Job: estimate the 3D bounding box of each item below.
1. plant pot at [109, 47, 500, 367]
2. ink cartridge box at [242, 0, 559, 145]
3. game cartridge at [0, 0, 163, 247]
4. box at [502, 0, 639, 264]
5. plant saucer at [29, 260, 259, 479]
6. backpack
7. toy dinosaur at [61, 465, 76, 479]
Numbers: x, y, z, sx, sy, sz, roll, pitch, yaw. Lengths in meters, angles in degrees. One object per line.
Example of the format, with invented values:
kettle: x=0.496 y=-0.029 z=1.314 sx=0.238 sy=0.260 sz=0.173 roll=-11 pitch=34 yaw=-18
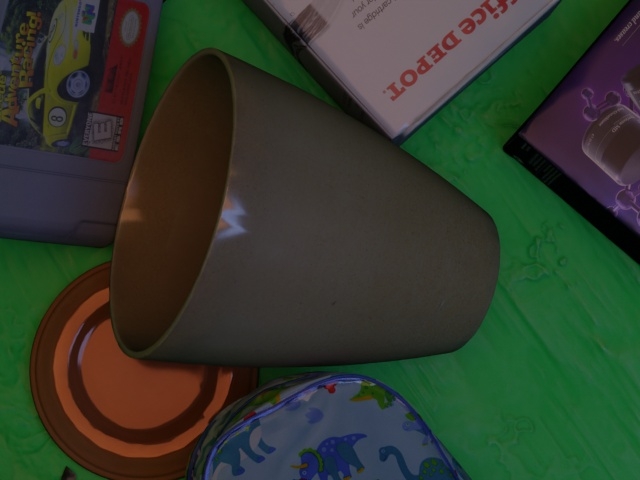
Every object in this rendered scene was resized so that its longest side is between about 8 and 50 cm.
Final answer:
plant pot: x=0.000 y=0.000 z=1.618 sx=0.274 sy=0.256 sz=0.256 roll=14 pitch=83 yaw=-22
ink cartridge box: x=0.041 y=-0.247 z=1.693 sx=0.211 sy=0.121 sz=0.289 roll=-41 pitch=86 yaw=-6
game cartridge: x=-0.225 y=-0.144 z=1.628 sx=0.060 sy=0.196 sz=0.294 roll=14 pitch=95 yaw=43
box: x=0.315 y=-0.124 z=1.703 sx=0.184 sy=0.103 sz=0.261 roll=40 pitch=84 yaw=0
plant saucer: x=-0.153 y=0.111 z=1.693 sx=0.200 sy=0.037 sz=0.200 roll=0 pitch=83 yaw=-2
backpack: x=0.035 y=0.275 z=1.576 sx=0.290 sy=0.273 sz=0.355 roll=-27 pitch=54 yaw=-1
toy dinosaur: x=-0.261 y=0.330 z=1.656 sx=0.118 sy=0.064 sz=0.268 roll=39 pitch=81 yaw=9
